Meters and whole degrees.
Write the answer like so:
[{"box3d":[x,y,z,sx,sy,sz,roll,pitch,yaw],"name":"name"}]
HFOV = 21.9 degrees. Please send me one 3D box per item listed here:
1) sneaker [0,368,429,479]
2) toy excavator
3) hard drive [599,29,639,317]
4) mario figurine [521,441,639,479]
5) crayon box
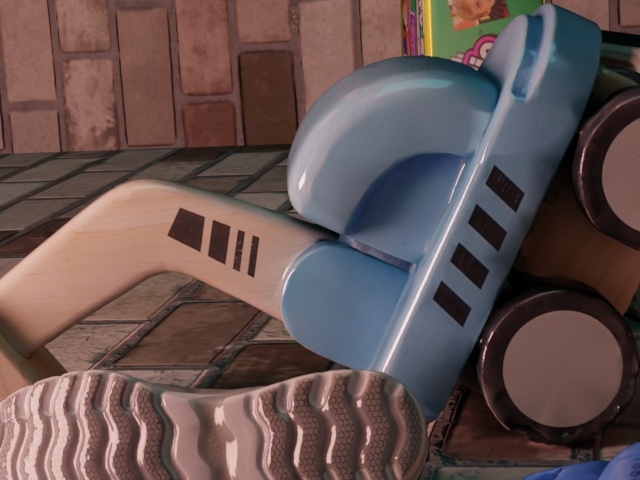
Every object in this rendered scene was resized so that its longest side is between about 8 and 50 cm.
[{"box3d":[-0.067,0.138,0.976,0.281,0.105,0.115,-2,-18,16],"name":"sneaker"},{"box3d":[0.000,0.000,1.159,0.445,0.433,0.222,24,11,-4],"name":"toy excavator"},{"box3d":[0.262,-0.067,1.479,0.064,0.237,0.339,-7,12,-13],"name":"hard drive"},{"box3d":[0.163,0.123,0.542,0.320,0.198,0.170,-23,-35,29],"name":"mario figurine"},{"box3d":[0.134,-0.121,1.459,0.106,0.363,0.313,-3,11,-1],"name":"crayon box"}]
